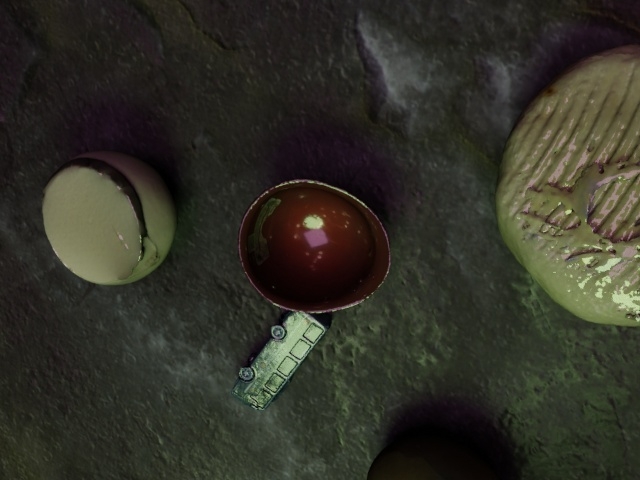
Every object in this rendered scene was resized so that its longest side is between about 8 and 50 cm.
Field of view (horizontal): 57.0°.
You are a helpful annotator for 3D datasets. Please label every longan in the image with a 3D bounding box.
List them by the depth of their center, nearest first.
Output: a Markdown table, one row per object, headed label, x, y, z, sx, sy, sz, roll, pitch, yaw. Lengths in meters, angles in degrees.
| label | x | y | z | sx | sy | sz | roll | pitch | yaw |
| --- | --- | --- | --- | --- | --- | --- | --- | --- | --- |
| longan | 0.142 | 0.326 | 0.713 | 0.189 | 0.189 | 0.189 | 3 | 102 | 14 |

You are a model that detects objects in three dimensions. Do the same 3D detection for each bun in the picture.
| label | x | y | z | sx | sy | sz | roll | pitch | yaw |
| --- | --- | --- | --- | --- | --- | --- | --- | --- | --- |
| bun | 0.307 | -0.049 | 0.587 | 0.273 | 0.168 | 0.272 | -2 | 86 | 32 |
| bun | -0.259 | -0.033 | 0.757 | 0.173 | 0.120 | 0.172 | 6 | 107 | 20 |

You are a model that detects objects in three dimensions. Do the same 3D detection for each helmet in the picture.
| label | x | y | z | sx | sy | sz | roll | pitch | yaw |
| --- | --- | --- | --- | --- | --- | --- | --- | --- | --- |
| helmet | 0.000 | 0.000 | 0.705 | 0.175 | 0.106 | 0.155 | 5 | 102 | 9 |

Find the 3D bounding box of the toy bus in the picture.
| label | x | y | z | sx | sy | sz | roll | pitch | yaw |
| --- | --- | --- | --- | --- | --- | --- | --- | --- | --- |
| toy bus | -0.053 | 0.153 | 0.782 | 0.065 | 0.047 | 0.166 | 36 | 107 | 1 |
